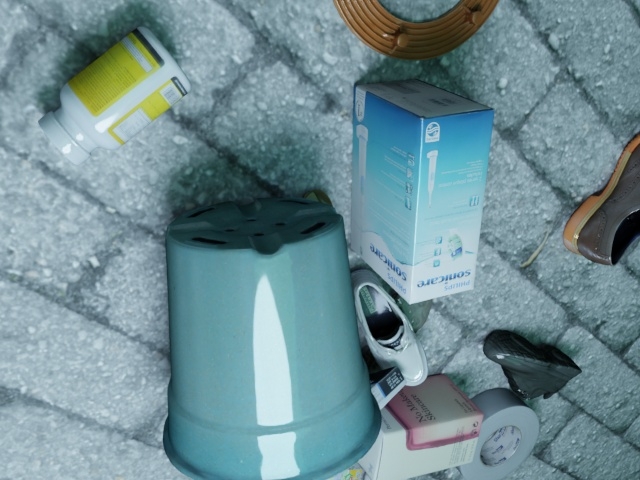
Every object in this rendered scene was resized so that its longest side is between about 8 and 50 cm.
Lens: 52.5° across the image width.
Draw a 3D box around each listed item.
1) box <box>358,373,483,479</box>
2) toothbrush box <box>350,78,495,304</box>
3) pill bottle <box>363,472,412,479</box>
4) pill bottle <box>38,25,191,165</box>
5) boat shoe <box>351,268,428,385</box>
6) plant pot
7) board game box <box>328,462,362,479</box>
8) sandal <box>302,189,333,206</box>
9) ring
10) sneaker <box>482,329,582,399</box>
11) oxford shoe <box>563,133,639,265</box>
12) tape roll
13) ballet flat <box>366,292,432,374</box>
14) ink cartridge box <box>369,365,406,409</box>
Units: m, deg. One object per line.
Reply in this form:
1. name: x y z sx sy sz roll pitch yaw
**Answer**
1. box: 0.184 0.374 1.307 0.232 0.148 0.127 -4 115 -25
2. toothbrush box: 0.147 -0.084 1.026 0.126 0.216 0.296 -10 117 -21
3. pill bottle: 0.142 0.540 1.392 0.107 0.108 0.180 -6 116 -24
4. pill bottle: -0.268 -0.184 0.844 0.184 0.103 0.103 -39 124 -4
5. boat shoe: 0.121 0.172 1.176 0.095 0.084 0.258 -35 106 2
6. plant pot: -0.085 0.126 0.968 0.340 0.341 0.334 -11 110 -21
7. board game box: 0.017 0.543 1.381 0.103 0.026 0.154 7 111 -28
8. sandal: 0.000 0.000 1.102 0.072 0.049 0.180 -19 106 -23
9. ring: 0.163 -0.439 0.973 0.336 0.032 0.337 -11 118 -22
10. sneaker: 0.453 0.289 1.427 0.286 0.109 0.130 23 109 -30
11. oxford shoe: 0.663 -0.099 1.318 0.130 0.133 0.364 32 97 -33
12. tape roll: 0.393 0.450 1.492 0.219 0.072 0.219 -11 117 -22
13. ballet flat: 0.144 0.184 1.259 0.084 0.058 0.250 19 100 -9
14. ink cartridge box: 0.022 0.307 1.154 0.206 0.208 0.045 -28 88 -51
